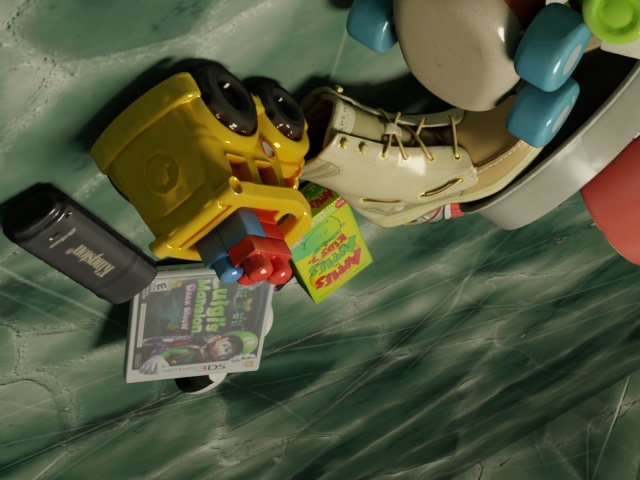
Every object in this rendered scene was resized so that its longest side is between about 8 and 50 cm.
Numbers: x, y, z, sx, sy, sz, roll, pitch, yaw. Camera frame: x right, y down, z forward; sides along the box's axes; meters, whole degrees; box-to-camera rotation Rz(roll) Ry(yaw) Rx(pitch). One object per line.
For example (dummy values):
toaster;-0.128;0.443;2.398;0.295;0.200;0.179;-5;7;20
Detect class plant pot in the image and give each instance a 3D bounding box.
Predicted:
plant pot;0.487;-0.102;1.951;0.243;0.275;0.275;-32;160;35

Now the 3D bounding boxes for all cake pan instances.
cake pan;0.280;-0.119;1.684;0.293;0.054;0.293;-44;-172;8

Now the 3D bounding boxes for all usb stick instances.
usb stick;-0.250;0.010;1.581;0.077;0.045;0.278;-29;159;5

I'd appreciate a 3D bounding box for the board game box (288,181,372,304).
board game box;0.000;0.000;1.804;0.092;0.043;0.181;-38;151;-7

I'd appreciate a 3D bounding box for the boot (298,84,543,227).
boot;0.091;-0.110;1.568;0.262;0.095;0.203;-23;148;35

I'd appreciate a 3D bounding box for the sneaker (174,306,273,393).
sneaker;-0.166;0.130;1.939;0.121;0.079;0.217;5;144;-36

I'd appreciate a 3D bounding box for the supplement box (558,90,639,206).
supplement box;0.313;-0.126;1.892;0.104;0.081;0.188;-1;147;-42

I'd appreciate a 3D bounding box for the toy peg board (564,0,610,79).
toy peg board;0.235;-0.214;1.636;0.161;0.079;0.160;-21;174;-17

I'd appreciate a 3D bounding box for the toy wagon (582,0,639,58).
toy wagon;0.293;-0.325;1.222;0.267;0.068;0.344;-59;162;-52

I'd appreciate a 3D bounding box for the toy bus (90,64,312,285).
toy bus;-0.080;-0.042;1.440;0.149;0.211;0.220;-39;158;24

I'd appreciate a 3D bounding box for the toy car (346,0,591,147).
toy car;0.175;-0.252;1.354;0.238;0.219;0.210;-53;164;-16

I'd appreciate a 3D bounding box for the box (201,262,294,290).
box;-0.076;0.026;1.853;0.162;0.029;0.116;0;146;-49

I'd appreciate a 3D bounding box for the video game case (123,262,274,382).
video game case;-0.148;0.099;1.817;0.173;0.022;0.190;-5;135;-17

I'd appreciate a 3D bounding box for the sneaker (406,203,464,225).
sneaker;0.117;-0.070;1.786;0.092;0.088;0.225;-20;156;2
